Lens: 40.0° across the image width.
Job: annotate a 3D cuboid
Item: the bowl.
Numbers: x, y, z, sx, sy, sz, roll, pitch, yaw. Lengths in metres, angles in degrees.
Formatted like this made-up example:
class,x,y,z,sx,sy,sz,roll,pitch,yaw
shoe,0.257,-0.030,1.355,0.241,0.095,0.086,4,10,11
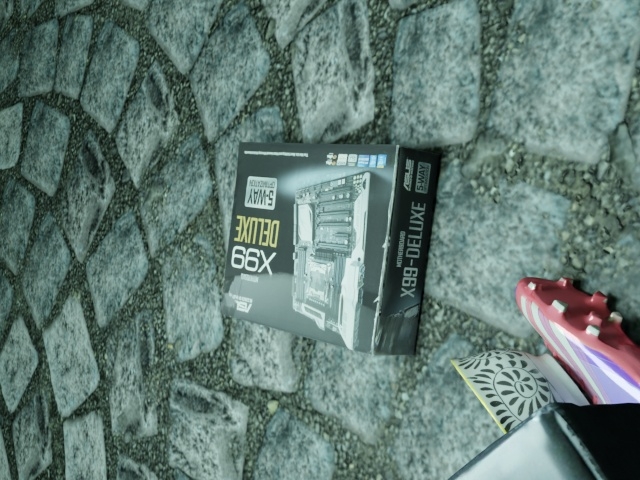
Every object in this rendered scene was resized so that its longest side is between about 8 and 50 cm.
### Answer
class,x,y,z,sx,sy,sz,roll,pitch,yaw
bowl,0.205,0.159,0.831,0.080,0.170,0.170,-36,53,2

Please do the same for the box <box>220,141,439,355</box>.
class,x,y,z,sx,sy,sz,roll,pitch,yaw
box,0.000,0.000,1.116,0.307,0.077,0.242,9,92,49

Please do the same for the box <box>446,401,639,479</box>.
class,x,y,z,sx,sy,sz,roll,pitch,yaw
box,0.191,0.344,0.556,0.480,0.472,0.297,-50,51,32

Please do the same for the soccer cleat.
class,x,y,z,sx,sy,sz,roll,pitch,yaw
soccer cleat,0.262,0.120,0.807,0.248,0.083,0.095,41,126,43
